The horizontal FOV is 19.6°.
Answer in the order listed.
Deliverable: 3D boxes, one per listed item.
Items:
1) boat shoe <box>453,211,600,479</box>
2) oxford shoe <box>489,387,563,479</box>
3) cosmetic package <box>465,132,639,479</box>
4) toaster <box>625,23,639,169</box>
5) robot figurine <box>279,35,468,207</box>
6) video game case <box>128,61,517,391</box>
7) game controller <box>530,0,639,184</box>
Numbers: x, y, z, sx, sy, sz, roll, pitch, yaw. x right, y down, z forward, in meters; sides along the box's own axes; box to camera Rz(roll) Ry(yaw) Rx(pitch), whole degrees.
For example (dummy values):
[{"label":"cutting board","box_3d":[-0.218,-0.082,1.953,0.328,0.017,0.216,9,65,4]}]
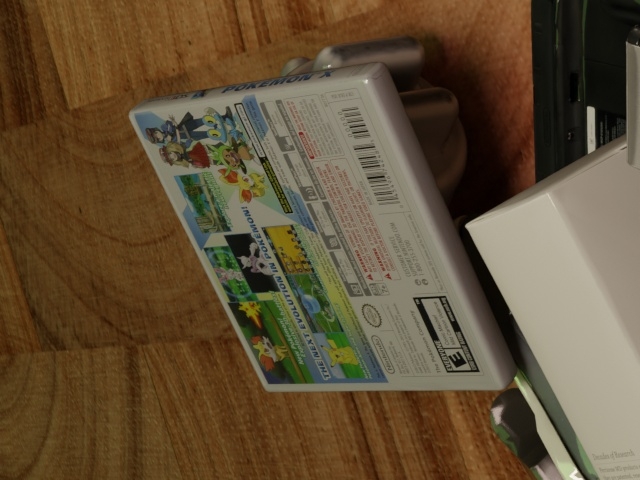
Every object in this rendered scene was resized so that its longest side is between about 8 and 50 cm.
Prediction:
[{"label":"boat shoe","box_3d":[0.228,0.099,1.733,0.099,0.116,0.319,-35,71,25]},{"label":"oxford shoe","box_3d":[0.243,0.232,1.804,0.212,0.076,0.076,57,-176,7]},{"label":"cosmetic package","box_3d":[0.299,0.092,1.457,0.366,0.197,0.155,63,157,1]},{"label":"toaster","box_3d":[0.313,-0.100,1.283,0.168,0.185,0.110,23,121,48]},{"label":"robot figurine","box_3d":[0.023,-0.042,1.845,0.300,0.199,0.353,65,150,32]},{"label":"video game case","box_3d":[0.000,0.000,1.719,0.300,0.036,0.329,-5,120,41]},{"label":"game controller","box_3d":[0.257,-0.092,1.614,0.166,0.067,0.319,14,120,37]}]
